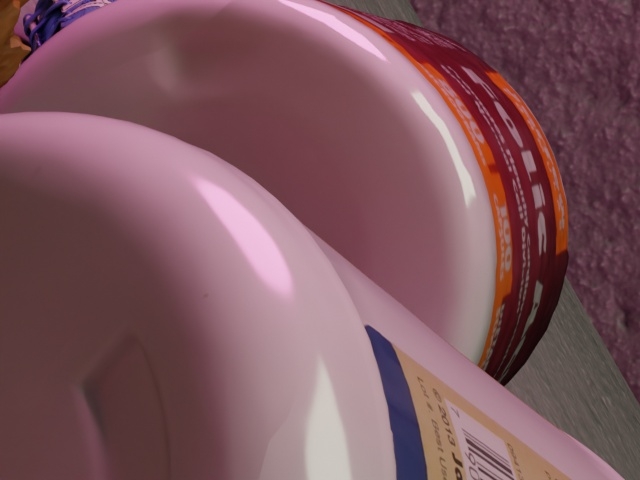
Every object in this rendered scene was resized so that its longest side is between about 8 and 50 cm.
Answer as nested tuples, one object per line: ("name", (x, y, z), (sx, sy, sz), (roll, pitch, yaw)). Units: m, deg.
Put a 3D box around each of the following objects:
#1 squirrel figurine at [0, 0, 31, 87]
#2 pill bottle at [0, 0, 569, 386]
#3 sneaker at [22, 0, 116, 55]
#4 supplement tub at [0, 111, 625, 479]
("squirrel figurine", (-0.234, -0.205, 0.554), (0.370, 0.281, 0.397), (54, -5, 26))
("pill bottle", (0.000, 0.000, 0.911), (0.224, 0.224, 0.392), (61, 14, 4))
("sneaker", (-0.128, -0.096, 1.015), (0.081, 0.080, 0.211), (37, 14, -3))
("supplement tub", (-0.020, 0.126, 0.530), (0.316, 0.228, 0.228), (39, 24, -51))
